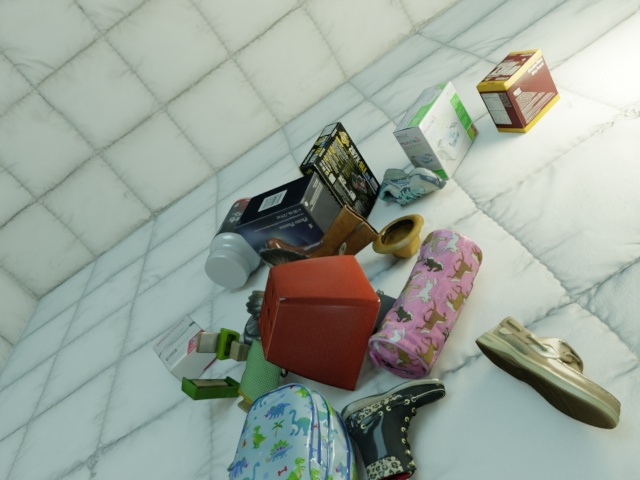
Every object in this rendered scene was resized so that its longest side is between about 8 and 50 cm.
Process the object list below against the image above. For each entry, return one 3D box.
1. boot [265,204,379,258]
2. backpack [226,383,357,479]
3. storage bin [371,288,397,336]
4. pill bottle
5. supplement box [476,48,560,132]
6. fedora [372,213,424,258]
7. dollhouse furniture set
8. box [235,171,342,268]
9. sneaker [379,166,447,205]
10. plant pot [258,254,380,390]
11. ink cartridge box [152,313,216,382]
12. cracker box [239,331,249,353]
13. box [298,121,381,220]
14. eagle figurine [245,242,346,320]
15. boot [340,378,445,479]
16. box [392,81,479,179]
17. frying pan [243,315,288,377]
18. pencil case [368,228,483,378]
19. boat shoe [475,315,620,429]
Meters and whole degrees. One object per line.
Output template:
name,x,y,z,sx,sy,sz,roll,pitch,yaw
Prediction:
boot,0.000,0.000,1.747,0.280,0.264,0.096,-48,12,28
backpack,-0.053,0.484,1.185,0.290,0.273,0.355,-30,14,28
storage bin,0.173,0.212,1.483,0.091,0.098,0.135,15,52,24
pill bottle,-0.318,0.008,2.253,0.210,0.210,0.363,-20,32,30
supplement box,0.661,-0.496,1.873,0.191,0.194,0.129,-44,28,-13
fedora,0.251,-0.001,1.720,0.194,0.079,0.194,-31,21,13
dollhouse furniture set,-0.251,0.370,1.579,0.301,0.151,0.198,9,89,53
box,-0.074,-0.032,1.925,0.296,0.294,0.183,-18,34,33
sneaker,0.312,-0.172,1.923,0.283,0.110,0.122,5,67,57
plant pot,-0.024,0.194,1.444,0.267,0.235,0.267,-115,36,-63
ink cartridge box,-0.469,0.382,1.968,0.172,0.100,0.237,-45,29,-15
cracker box,-0.149,0.288,1.766,0.232,0.067,0.155,-45,29,-12
box,0.081,-0.219,2.001,0.079,0.322,0.257,-13,36,37
eagle figurine,-0.048,0.136,1.643,0.298,0.226,0.225,-2,-18,-46
boot,0.178,0.403,1.183,0.236,0.085,0.179,-16,47,-5
box,0.404,-0.378,1.959,0.126,0.231,0.262,-3,42,49
frying pan,-0.167,0.292,1.668,0.197,0.053,0.326,-24,30,22
pencil case,0.262,0.153,1.384,0.386,0.160,0.167,-56,-1,-31
boat shoe,0.439,0.233,1.078,0.110,0.122,0.341,-42,26,-7
